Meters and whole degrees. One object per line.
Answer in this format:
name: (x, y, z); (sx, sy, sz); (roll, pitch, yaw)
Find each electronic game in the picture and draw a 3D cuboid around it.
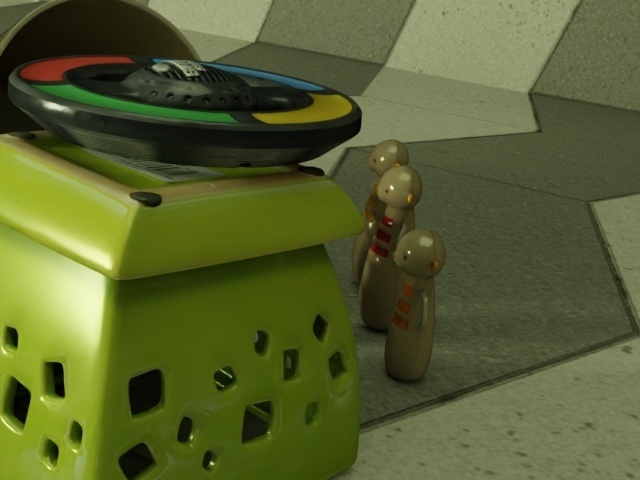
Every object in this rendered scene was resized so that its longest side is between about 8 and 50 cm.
electronic game: (-0.086, -0.093, 0.674); (0.229, 0.048, 0.229); (7, 18, -2)

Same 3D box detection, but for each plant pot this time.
plant pot: (-0.114, 0.042, 0.661); (0.228, 0.207, 0.227); (23, 23, 39)
plant pot: (-0.284, -0.107, 1.066); (0.256, 0.257, 0.274); (-8, 7, -40)

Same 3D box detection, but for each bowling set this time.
bowling set: (0.000, 0.000, 0.923); (0.199, 0.154, 0.287); (4, 17, -9)
